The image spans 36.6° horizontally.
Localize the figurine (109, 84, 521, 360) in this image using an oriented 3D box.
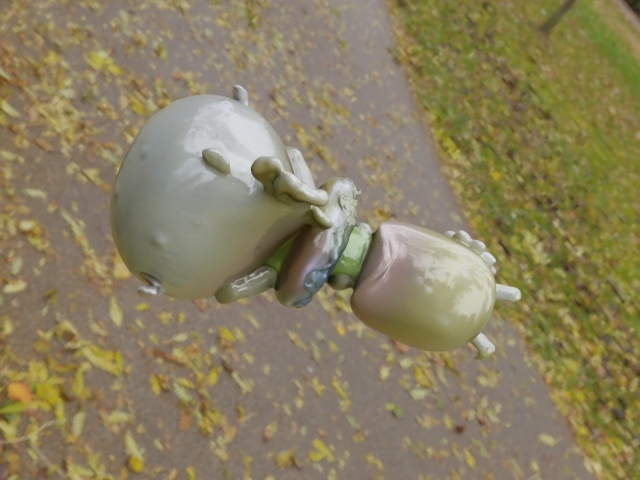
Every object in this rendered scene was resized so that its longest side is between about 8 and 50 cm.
[{"bbox_3d":[0.000,0.000,0.891,0.394,0.226,0.274,25,-12,-3],"label":"figurine"}]
